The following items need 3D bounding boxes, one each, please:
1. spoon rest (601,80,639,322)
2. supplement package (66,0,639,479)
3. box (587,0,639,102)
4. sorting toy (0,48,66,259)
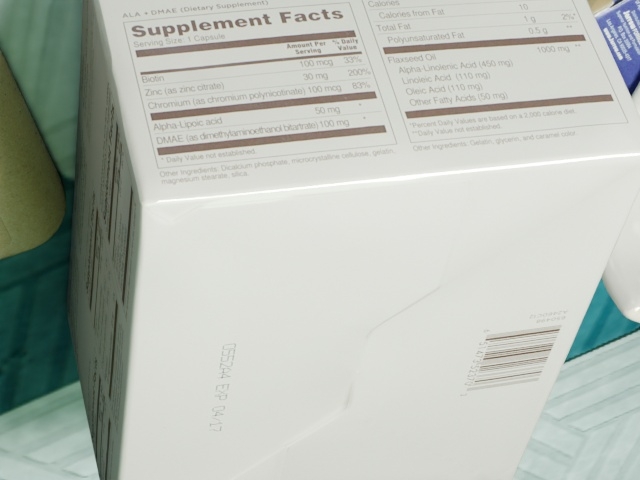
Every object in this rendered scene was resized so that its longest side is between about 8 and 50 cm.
[{"bbox_3d":[0.208,-0.091,0.808,0.137,0.084,0.276,13,115,-36],"label":"spoon rest"},{"bbox_3d":[0.000,0.000,0.769,0.204,0.145,0.262,-7,145,-15],"label":"supplement package"},{"bbox_3d":[0.245,-0.137,0.847,0.225,0.036,0.136,-30,140,10],"label":"box"},{"bbox_3d":[-0.231,-0.002,0.766,0.229,0.041,0.307,-21,139,-3],"label":"sorting toy"}]
